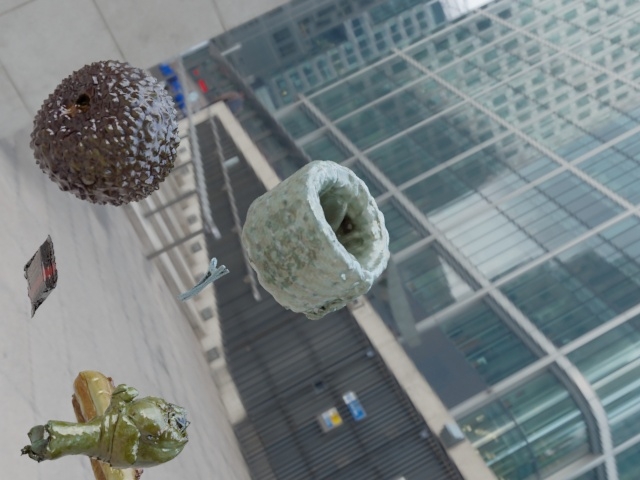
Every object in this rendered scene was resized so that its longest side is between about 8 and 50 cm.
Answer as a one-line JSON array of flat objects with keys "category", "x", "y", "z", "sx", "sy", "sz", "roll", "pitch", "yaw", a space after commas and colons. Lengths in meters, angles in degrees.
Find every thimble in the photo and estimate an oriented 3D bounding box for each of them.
[{"category": "thimble", "x": 0.000, "y": 0.000, "z": 1.568, "sx": 0.291, "sy": 0.195, "sz": 0.291, "roll": 33, "pitch": 40, "yaw": -34}]

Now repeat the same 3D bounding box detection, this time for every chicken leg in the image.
[{"category": "chicken leg", "x": -0.271, "y": 0.248, "z": 1.023, "sx": 0.228, "sy": 0.103, "sz": 0.088, "roll": 13, "pitch": 30, "yaw": -35}]

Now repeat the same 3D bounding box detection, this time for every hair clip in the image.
[{"category": "hair clip", "x": -0.242, "y": 0.081, "z": 1.577, "sx": 0.039, "sy": 0.115, "sz": 0.030, "roll": 51, "pitch": -1, "yaw": 35}]

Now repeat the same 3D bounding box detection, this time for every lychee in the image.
[{"category": "lychee", "x": -0.355, "y": -0.168, "z": 1.342, "sx": 0.271, "sy": 0.271, "sz": 0.271, "roll": 61, "pitch": -6, "yaw": 12}]

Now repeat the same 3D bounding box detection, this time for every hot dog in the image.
[{"category": "hot dog", "x": -0.336, "y": 0.297, "z": 1.231, "sx": 0.249, "sy": 0.076, "sz": 0.102, "roll": 54, "pitch": -39, "yaw": 41}]

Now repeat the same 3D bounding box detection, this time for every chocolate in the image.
[{"category": "chocolate", "x": -0.437, "y": 0.058, "z": 1.220, "sx": 0.182, "sy": 0.028, "sz": 0.086, "roll": -38, "pitch": -118, "yaw": 47}]
